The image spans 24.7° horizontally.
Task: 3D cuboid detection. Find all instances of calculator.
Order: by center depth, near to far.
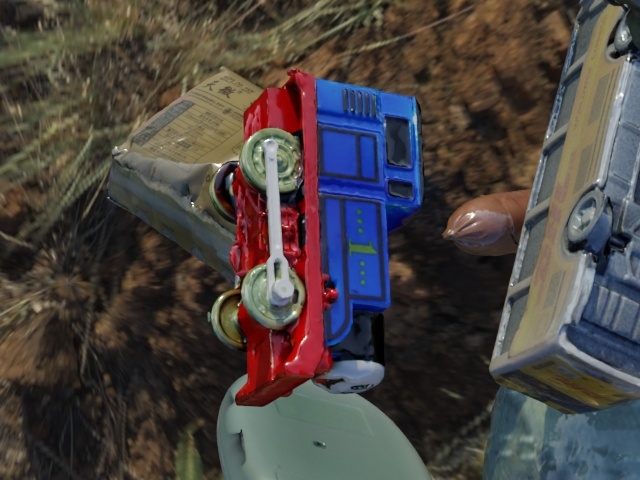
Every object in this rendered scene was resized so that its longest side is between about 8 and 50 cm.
[{"bbox_3d":[0.009,0.187,1.171,0.185,0.299,0.041,16,110,-17],"label":"calculator"}]

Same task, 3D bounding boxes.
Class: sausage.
[{"bbox_3d":[0.280,-0.031,1.859,0.433,0.088,0.088,-13,91,-54],"label":"sausage"}]

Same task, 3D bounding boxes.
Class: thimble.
[{"bbox_3d":[0.261,0.154,1.170,0.250,0.205,0.172,11,80,29],"label":"thimble"}]

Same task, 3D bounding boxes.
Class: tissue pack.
[{"bbox_3d":[-0.090,-0.074,1.673,0.256,0.123,0.215,35,57,26],"label":"tissue pack"}]

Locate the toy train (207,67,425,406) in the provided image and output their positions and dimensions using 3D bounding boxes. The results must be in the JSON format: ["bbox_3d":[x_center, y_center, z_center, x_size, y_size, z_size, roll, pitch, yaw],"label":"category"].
[{"bbox_3d":[0.000,0.000,0.925,0.131,0.083,0.204,8,68,-24],"label":"toy train"}]

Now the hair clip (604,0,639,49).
[{"bbox_3d":[0.209,-0.095,0.566,0.321,0.091,0.138,25,91,-28],"label":"hair clip"}]

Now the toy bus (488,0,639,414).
[{"bbox_3d":[0.217,-0.048,1.042,0.097,0.138,0.343,24,63,-15],"label":"toy bus"}]
